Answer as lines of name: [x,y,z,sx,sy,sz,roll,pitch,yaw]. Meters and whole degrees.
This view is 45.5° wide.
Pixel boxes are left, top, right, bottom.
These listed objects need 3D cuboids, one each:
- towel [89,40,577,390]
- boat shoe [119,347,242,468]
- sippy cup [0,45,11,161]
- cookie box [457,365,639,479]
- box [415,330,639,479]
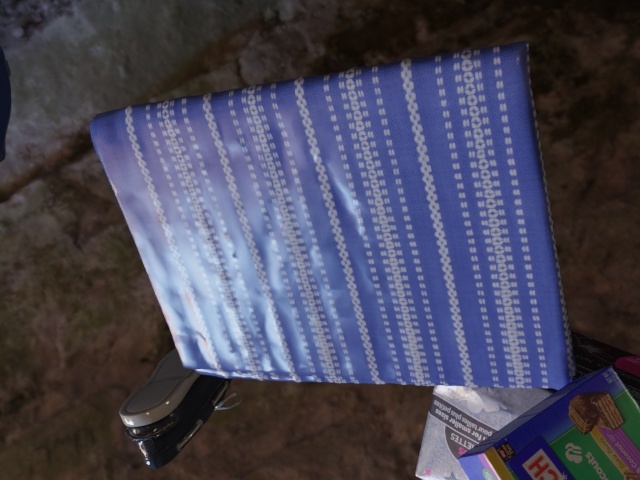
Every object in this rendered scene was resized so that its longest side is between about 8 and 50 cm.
towel: [0.000,0.000,0.549,0.336,0.243,0.040,-3,-152,29]
boat shoe: [-0.153,0.184,0.930,0.095,0.079,0.254,-12,-168,14]
sippy cup: [-0.396,-0.121,0.637,0.305,0.224,0.240,98,-1,-48]
cookie box: [0.153,0.141,0.453,0.107,0.092,0.040,-26,166,-22]
box: [0.233,0.182,0.662,0.247,0.142,0.163,21,-160,37]
